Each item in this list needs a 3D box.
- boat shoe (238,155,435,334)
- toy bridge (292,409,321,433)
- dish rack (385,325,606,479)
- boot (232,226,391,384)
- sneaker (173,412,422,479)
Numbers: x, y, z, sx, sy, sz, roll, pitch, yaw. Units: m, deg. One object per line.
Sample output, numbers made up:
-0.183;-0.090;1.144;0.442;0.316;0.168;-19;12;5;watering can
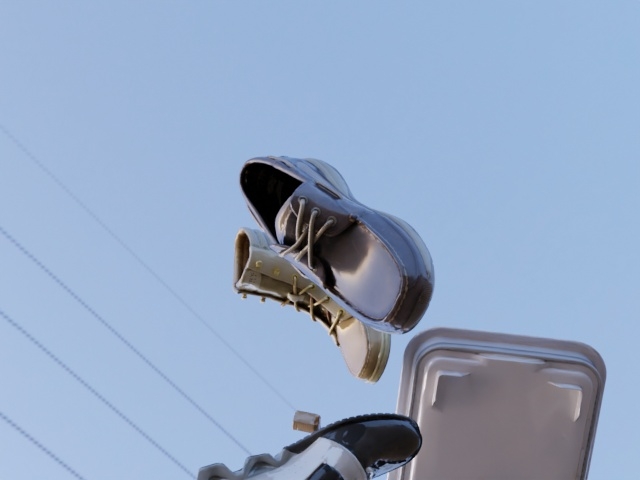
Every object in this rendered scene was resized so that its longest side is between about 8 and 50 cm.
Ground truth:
0.000;0.000;1.168;0.130;0.355;0.132;11;-72;-34;boat shoe
-0.011;0.306;1.302;0.063;0.026;0.188;10;-61;8;toy bridge
0.241;0.294;1.364;0.285;0.072;0.333;6;-75;2;dish rack
-0.018;0.085;1.377;0.203;0.262;0.095;14;-53;-25;boot
-0.011;0.308;1.124;0.330;0.146;0.122;-17;-43;-21;sneaker
